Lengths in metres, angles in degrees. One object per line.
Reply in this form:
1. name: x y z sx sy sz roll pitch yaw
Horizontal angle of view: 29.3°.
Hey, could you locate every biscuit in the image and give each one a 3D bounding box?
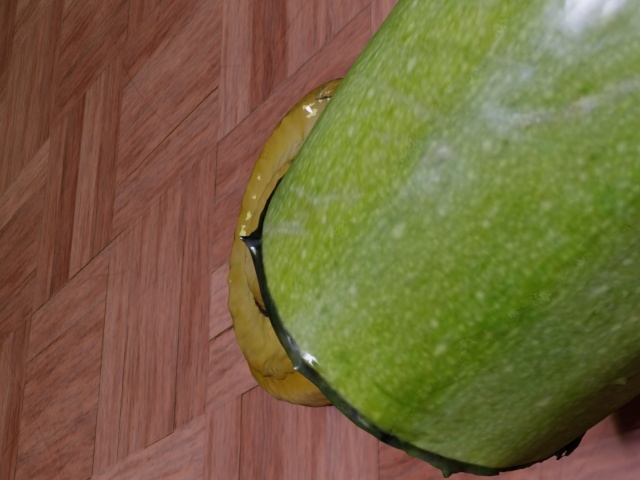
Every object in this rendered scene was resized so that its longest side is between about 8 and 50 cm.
1. biscuit: 0.000 0.000 1.085 0.296 0.102 0.296 -30 55 54

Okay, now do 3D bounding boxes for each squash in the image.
1. squash: 0.158 -0.072 0.661 0.384 0.263 0.263 -51 37 39
